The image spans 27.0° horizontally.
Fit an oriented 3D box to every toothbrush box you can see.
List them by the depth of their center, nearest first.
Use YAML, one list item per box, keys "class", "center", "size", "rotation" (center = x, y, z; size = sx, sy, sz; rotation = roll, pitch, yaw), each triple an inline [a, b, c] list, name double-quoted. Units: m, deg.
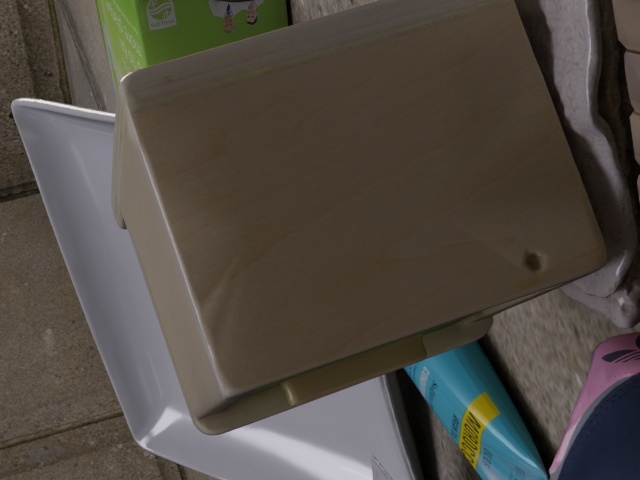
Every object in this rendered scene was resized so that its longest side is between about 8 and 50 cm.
- class: "toothbrush box"
  center: [-0.103, -0.128, 1.121]
  size: [0.206, 0.122, 0.283]
  rotation: [-124, 22, -52]

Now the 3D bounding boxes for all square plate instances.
- class: "square plate"
  center: [-0.070, 0.051, 1.019]
  size: [0.347, 0.049, 0.344]
  rotation: [11, 126, 42]

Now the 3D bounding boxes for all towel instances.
- class: "towel"
  center: [0.080, -0.114, 0.553]
  size: [0.187, 0.049, 0.282]
  rotation: [-144, 41, -68]

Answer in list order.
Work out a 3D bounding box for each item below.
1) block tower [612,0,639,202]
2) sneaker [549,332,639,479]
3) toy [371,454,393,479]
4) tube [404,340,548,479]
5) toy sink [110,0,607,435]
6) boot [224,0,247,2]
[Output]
- class: "block tower"
  center: [0.154, 0.058, 0.354]
  size: [0.091, 0.097, 0.335]
  rotation: [-142, 38, -68]
- class: "sneaker"
  center: [0.135, 0.179, 0.565]
  size: [0.131, 0.112, 0.319]
  rotation: [-97, 9, -51]
- class: "toy"
  center: [0.108, 0.240, 0.805]
  size: [0.237, 0.056, 0.136]
  rotation: [-134, 35, -54]
- class: "tube"
  center: [0.077, 0.077, 0.786]
  size: [0.207, 0.052, 0.080]
  rotation: [58, 169, 33]
- class: "toy sink"
  center: [0.000, 0.000, 0.584]
  size: [0.234, 0.153, 0.131]
  rotation: [136, 116, -75]
- class: "boot"
  center: [-0.128, -0.297, 0.874]
  size: [0.445, 0.146, 0.366]
  rotation: [172, 92, -67]
